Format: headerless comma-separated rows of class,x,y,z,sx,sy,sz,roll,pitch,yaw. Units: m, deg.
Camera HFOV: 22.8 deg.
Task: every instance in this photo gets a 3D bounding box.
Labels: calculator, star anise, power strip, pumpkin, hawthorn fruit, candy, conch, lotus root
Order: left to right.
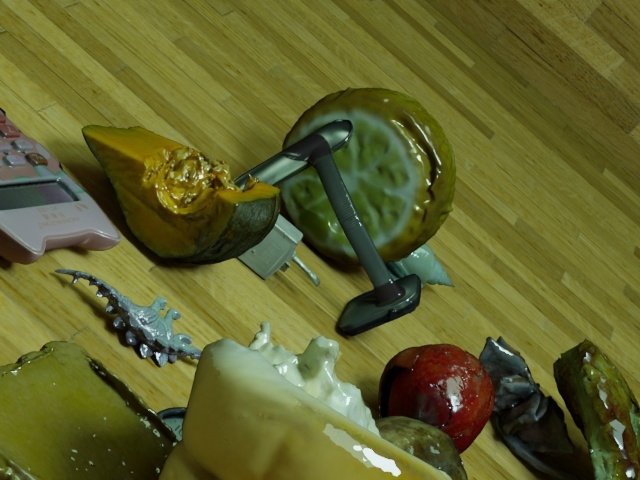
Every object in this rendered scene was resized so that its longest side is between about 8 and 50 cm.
calculator,-0.386,-0.091,1.816,0.330,0.048,0.220,46,25,17
pumpkin,-0.185,-0.049,1.973,0.248,0.126,0.131,29,27,19
power strip,-0.070,0.003,2.094,0.175,0.075,0.042,39,21,-3
candy,0.065,-0.092,2.247,0.260,0.260,0.118,43,19,4
lotus root,0.081,0.264,1.807,0.214,0.138,0.138,14,35,-48
conch,0.126,0.039,2.366,0.180,0.088,0.065,25,-16,-20
hawthorn fruit,0.141,0.209,1.983,0.148,0.148,0.172,36,36,-12
star anise,0.283,0.237,2.211,0.209,0.089,0.231,41,23,-41

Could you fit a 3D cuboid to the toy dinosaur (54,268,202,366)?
toy dinosaur,-0.206,0.086,1.784,0.209,0.039,0.082,34,26,-14

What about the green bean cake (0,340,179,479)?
green bean cake,-0.231,0.213,1.409,0.224,0.131,0.229,43,26,8

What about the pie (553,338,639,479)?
pie,0.405,0.284,2.186,0.355,0.103,0.288,54,18,-51

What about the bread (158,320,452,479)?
bread,-0.009,0.246,1.420,0.329,0.245,0.424,47,-1,26

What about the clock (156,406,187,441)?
clock,-0.114,0.248,1.638,0.184,0.040,0.184,33,25,-18

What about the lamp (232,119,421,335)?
lamp,-0.003,-0.001,2.151,0.283,0.203,0.124,65,15,2
